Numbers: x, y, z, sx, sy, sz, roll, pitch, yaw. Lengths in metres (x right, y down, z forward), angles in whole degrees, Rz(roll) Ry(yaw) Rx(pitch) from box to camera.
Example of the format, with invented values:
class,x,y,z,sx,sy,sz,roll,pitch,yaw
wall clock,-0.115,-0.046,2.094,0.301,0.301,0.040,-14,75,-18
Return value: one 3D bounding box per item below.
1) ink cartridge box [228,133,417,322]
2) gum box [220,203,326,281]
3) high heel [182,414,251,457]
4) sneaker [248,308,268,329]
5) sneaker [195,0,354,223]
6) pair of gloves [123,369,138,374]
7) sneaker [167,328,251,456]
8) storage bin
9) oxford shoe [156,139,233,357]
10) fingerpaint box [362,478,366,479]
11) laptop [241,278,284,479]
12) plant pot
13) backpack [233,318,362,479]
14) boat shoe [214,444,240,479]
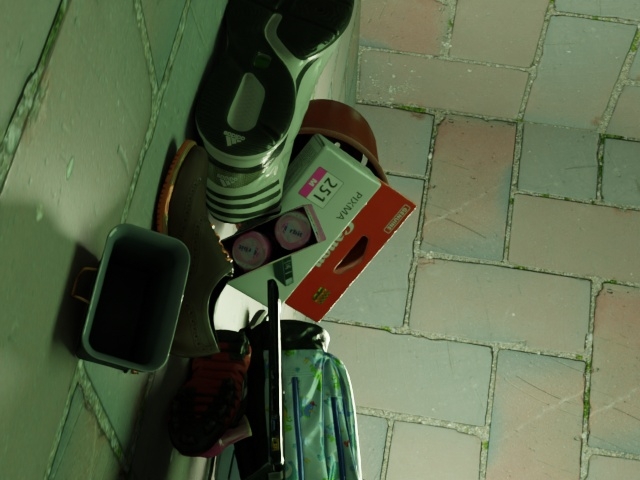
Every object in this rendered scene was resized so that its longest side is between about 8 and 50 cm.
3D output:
class,x,y,z,sx,sy,sz,roll,pitch,yaw
ink cartridge box,0.000,0.000,1.794,0.275,0.239,0.060,-50,-149,12
gum box,-0.093,0.010,1.660,0.107,0.188,0.062,-26,93,-83
high heel,-0.193,0.323,1.865,0.244,0.117,0.082,177,-104,-74
sneaker,-0.114,0.261,2.319,0.084,0.097,0.234,-6,104,-86
sneaker,-0.086,-0.209,1.665,0.257,0.169,0.447,107,5,-51
pair of gloves,-0.218,0.123,1.333,0.083,0.010,0.074,72,27,-82
sneaker,-0.164,0.251,1.687,0.276,0.098,0.135,-76,170,-62
storage bin,-0.196,0.063,1.084,0.091,0.098,0.135,-31,-136,59
oxford shoe,-0.151,0.011,1.373,0.097,0.098,0.271,64,30,-80
fingerpaint box,-0.084,0.695,2.156,0.445,0.163,0.371,-40,146,-43
laptop,-0.164,0.322,1.522,0.382,0.236,0.407,92,-4,-58
plant pot,-0.006,-0.116,1.971,0.265,0.273,0.272,-80,177,-64
backpack,-0.049,0.343,1.980,0.290,0.273,0.355,139,-41,-66
boat shoe,-0.163,0.366,2.147,0.076,0.083,0.226,145,-36,-75
